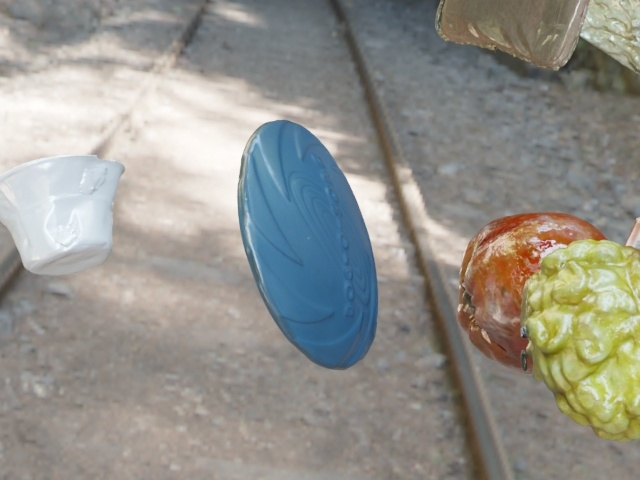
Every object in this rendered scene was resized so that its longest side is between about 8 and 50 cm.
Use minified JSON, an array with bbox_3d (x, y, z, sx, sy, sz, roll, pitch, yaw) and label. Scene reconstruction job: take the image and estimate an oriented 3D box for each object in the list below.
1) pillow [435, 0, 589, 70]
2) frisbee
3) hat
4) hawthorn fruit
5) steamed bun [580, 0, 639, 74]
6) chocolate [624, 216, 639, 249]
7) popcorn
[{"bbox_3d":[0.241,-0.297,1.558,0.211,0.135,0.034,26,12,36],"label":"pillow"},{"bbox_3d":[0.005,-0.001,1.356,0.049,0.290,0.289,-17,4,26],"label":"frisbee"},{"bbox_3d":[-0.357,-0.026,1.689,0.203,0.126,0.203,-14,-14,-3],"label":"hat"},{"bbox_3d":[0.345,0.085,1.964,0.284,0.284,0.284,9,16,-3],"label":"hawthorn fruit"},{"bbox_3d":[0.498,-0.433,1.801,0.290,0.272,0.273,48,56,-4],"label":"steamed bun"},{"bbox_3d":[0.439,0.096,1.585,0.108,0.238,0.234,25,6,33],"label":"chocolate"},{"bbox_3d":[0.295,0.105,1.300,0.169,0.218,0.189,-19,2,4],"label":"popcorn"}]
